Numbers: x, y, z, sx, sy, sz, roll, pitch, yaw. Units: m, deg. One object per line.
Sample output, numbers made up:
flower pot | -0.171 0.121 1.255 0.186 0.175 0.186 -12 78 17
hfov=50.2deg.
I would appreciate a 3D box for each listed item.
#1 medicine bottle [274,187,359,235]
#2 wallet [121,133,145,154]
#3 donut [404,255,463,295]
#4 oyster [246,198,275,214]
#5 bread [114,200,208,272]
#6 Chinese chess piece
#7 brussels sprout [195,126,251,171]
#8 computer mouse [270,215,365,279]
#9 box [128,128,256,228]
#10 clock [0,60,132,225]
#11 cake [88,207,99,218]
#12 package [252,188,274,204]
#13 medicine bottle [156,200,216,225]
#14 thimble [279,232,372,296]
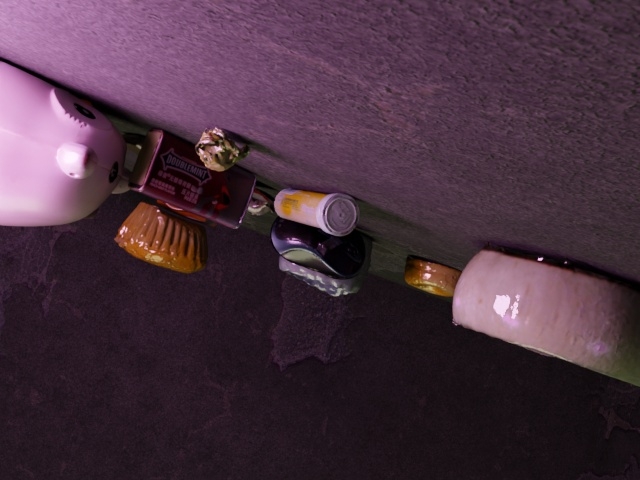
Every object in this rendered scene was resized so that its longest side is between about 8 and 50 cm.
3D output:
medicine bottle | -0.013 -0.058 1.248 0.074 0.073 0.218 22 178 -28
wallet | -0.341 -0.176 1.438 0.153 0.038 0.118 32 169 -39
donut | 0.306 0.102 1.841 0.174 0.074 0.190 21 176 -16
oyster | -0.164 -0.092 1.658 0.109 0.053 0.165 -7 162 10
bread | -0.395 -0.002 1.755 0.240 0.139 0.240 22 177 1
Chinese chess piece | 0.397 0.124 1.135 0.350 0.146 0.349 19 177 1
brussels sprout | -0.147 -0.132 0.995 0.085 0.058 0.085 15 159 6
computer mouse | 0.000 0.000 1.580 0.233 0.137 0.096 22 156 -5
box | -0.233 -0.110 1.266 0.224 0.120 0.069 25 174 -42
clock | -0.528 -0.153 1.146 0.377 0.250 0.368 20 177 2
cake | -0.842 -0.203 2.265 0.237 0.229 0.309 22 176 -6
package | -0.216 -0.133 1.502 0.154 0.030 0.239 26 174 -41
medicine bottle | -0.335 -0.115 1.766 0.150 0.111 0.222 20 177 3
thimble | 0.019 0.045 1.771 0.250 0.171 0.205 24 173 -34
